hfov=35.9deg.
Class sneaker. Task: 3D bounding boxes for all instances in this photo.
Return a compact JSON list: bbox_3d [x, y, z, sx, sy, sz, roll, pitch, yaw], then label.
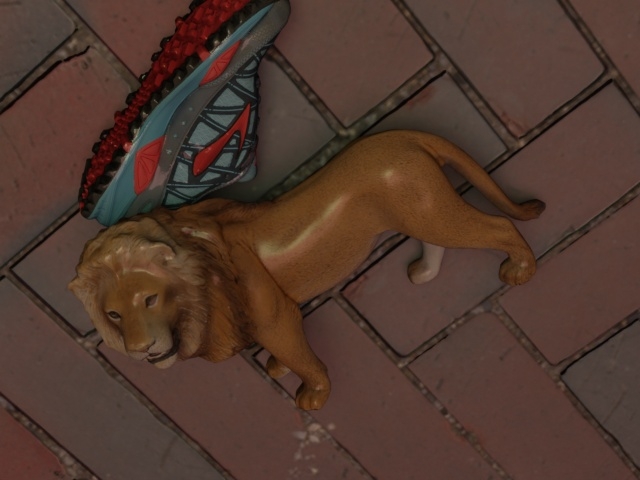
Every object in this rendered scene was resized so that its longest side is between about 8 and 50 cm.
[{"bbox_3d":[-0.097,-0.108,0.857,0.125,0.104,0.262,28,115,-31],"label":"sneaker"}]

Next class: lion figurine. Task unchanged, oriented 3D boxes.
[{"bbox_3d":[0.000,0.000,0.853,0.392,0.142,0.240,-35,120,-6],"label":"lion figurine"}]
